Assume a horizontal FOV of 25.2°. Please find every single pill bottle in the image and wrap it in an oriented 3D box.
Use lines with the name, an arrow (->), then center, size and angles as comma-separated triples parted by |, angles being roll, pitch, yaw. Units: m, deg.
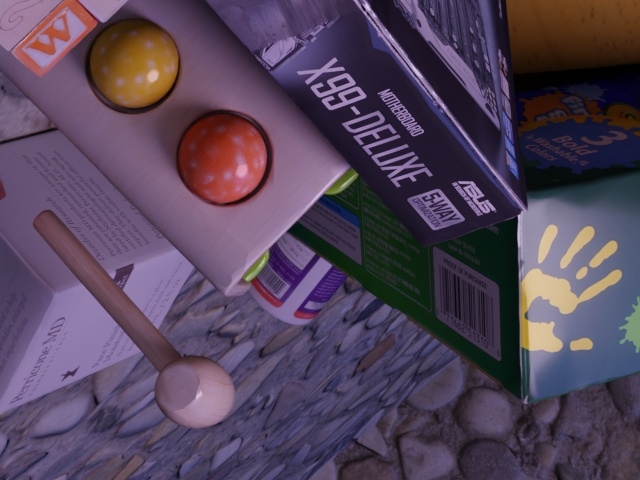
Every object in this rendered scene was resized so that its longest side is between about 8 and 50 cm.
pill bottle -> 0.000, 0.000, 1.720 | 0.193, 0.108, 0.108 | -51, 162, 23

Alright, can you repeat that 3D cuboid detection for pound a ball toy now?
pound a ball toy -> -0.119, -0.058, 0.895 | 0.208, 0.319, 0.136 | -44, 174, 2

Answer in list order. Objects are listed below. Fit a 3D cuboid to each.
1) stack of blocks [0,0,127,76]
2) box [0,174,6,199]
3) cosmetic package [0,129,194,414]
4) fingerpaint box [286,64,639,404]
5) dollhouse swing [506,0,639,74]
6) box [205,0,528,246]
stack of blocks -> -0.106, -0.253, 0.737 | 0.297, 0.171, 0.087 | -45, 164, -1
box -> -0.289, -0.060, 0.913 | 0.130, 0.091, 0.170 | -39, 163, -18
cosmetic package -> -0.219, 0.017, 1.157 | 0.183, 0.151, 0.151 | -24, 153, -50
fingerpaint box -> 0.206, -0.061, 1.187 | 0.371, 0.445, 0.163 | -12, 111, -21
dollhouse swing -> 0.181, -0.294, 1.211 | 0.346, 0.305, 0.315 | -5, 128, 3
box -> 0.033, -0.188, 0.879 | 0.076, 0.307, 0.242 | -20, 137, 24
